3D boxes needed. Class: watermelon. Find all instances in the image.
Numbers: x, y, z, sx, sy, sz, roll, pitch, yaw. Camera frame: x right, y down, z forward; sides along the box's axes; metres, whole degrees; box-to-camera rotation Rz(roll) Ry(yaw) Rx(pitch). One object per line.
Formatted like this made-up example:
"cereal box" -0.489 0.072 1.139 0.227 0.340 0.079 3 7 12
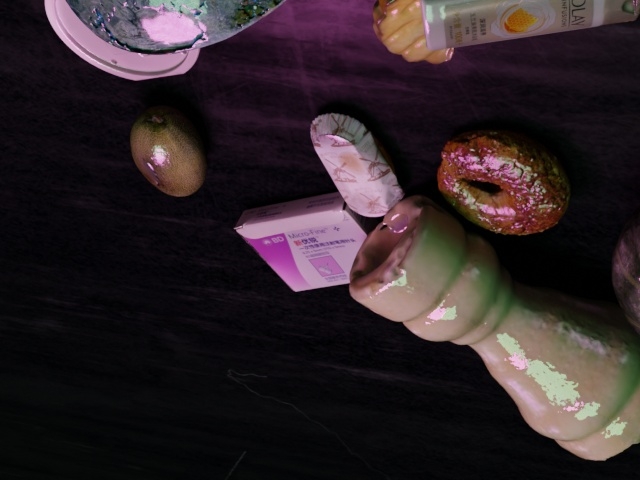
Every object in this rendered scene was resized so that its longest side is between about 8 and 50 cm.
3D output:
"watermelon" -0.174 -0.324 1.371 0.322 0.188 0.175 -1 152 20

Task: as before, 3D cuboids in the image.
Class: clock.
"clock" -0.233 -0.284 1.575 0.197 0.068 0.197 13 148 8

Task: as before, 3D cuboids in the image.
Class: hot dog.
"hot dog" 0.048 -0.104 1.732 0.099 0.053 0.192 -6 138 30

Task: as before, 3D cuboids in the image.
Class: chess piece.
"chess piece" 0.263 0.113 1.814 0.442 0.234 0.234 33 145 -18

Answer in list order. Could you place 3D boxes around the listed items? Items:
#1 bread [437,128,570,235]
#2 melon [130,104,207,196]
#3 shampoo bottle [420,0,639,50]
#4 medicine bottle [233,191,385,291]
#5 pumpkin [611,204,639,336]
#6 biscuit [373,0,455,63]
"bread" 0.238 -0.071 1.681 0.193 0.064 0.193 15 149 10
"melon" -0.208 -0.120 1.786 0.099 0.099 0.162 7 149 17
"shampoo bottle" 0.220 -0.252 1.358 0.227 0.056 0.086 -7 149 4
"medicine bottle" 0.000 0.000 1.913 0.201 0.052 0.171 -9 139 33
"pumpkin" 0.515 0.033 1.580 0.300 0.207 0.300 13 135 14
"biscuit" 0.118 -0.270 1.430 0.118 0.061 0.183 4 151 -20
